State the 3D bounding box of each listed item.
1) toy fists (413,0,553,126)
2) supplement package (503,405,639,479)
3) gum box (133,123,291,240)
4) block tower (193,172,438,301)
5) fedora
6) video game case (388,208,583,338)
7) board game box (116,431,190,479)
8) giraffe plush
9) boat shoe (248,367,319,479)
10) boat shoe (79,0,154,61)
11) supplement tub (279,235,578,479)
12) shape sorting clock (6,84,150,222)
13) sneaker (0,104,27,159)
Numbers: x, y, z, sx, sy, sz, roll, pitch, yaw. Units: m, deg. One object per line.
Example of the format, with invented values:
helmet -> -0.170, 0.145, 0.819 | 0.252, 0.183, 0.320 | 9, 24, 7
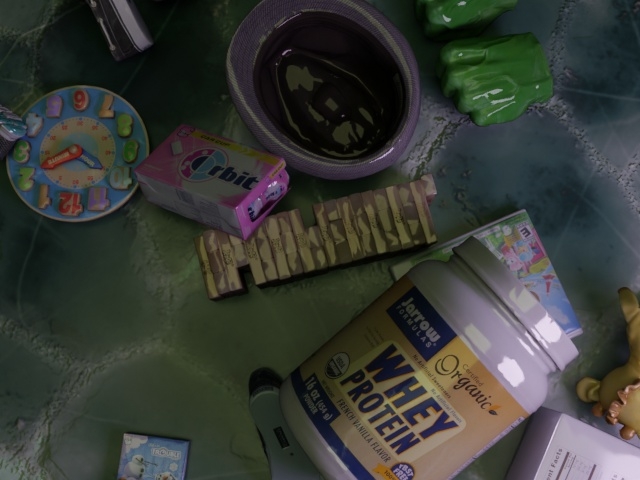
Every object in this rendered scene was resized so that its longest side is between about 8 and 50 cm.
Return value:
toy fists -> 0.217, -0.294, 1.139 | 0.142, 0.096, 0.279 | -14, 80, -12
supplement package -> 0.378, 0.326, 1.021 | 0.244, 0.139, 0.134 | 25, 84, 3
gum box -> -0.142, -0.081, 1.072 | 0.188, 0.062, 0.107 | 21, 55, 27
block tower -> 0.000, 0.000, 1.098 | 0.335, 0.091, 0.097 | -16, 83, -1
fedora -> 0.005, -0.209, 1.110 | 0.275, 0.124, 0.243 | 36, 86, -3
video game case -> 0.231, 0.083, 1.117 | 0.212, 0.023, 0.193 | -23, 82, -3
board game box -> -0.230, 0.313, 1.088 | 0.090, 0.020, 0.090 | 6, 80, 2
giraffe plush -> 0.443, 0.180, 1.040 | 0.210, 0.181, 0.170 | 18, 107, -24
boat shoe -> -0.049, 0.261, 1.077 | 0.065, 0.083, 0.183 | -17, 109, -2
boat shoe -> -0.322, -0.365, 1.137 | 0.070, 0.078, 0.219 | -25, 103, 6
supplement tub -> 0.131, 0.168, 0.983 | 0.316, 0.228, 0.228 | -42, 83, 4
shape sorting clock -> -0.349, -0.127, 1.144 | 0.206, 0.040, 0.206 | 0, 82, 0
sneaker -> -0.495, -0.176, 1.139 | 0.166, 0.065, 0.076 | 42, 108, 22
